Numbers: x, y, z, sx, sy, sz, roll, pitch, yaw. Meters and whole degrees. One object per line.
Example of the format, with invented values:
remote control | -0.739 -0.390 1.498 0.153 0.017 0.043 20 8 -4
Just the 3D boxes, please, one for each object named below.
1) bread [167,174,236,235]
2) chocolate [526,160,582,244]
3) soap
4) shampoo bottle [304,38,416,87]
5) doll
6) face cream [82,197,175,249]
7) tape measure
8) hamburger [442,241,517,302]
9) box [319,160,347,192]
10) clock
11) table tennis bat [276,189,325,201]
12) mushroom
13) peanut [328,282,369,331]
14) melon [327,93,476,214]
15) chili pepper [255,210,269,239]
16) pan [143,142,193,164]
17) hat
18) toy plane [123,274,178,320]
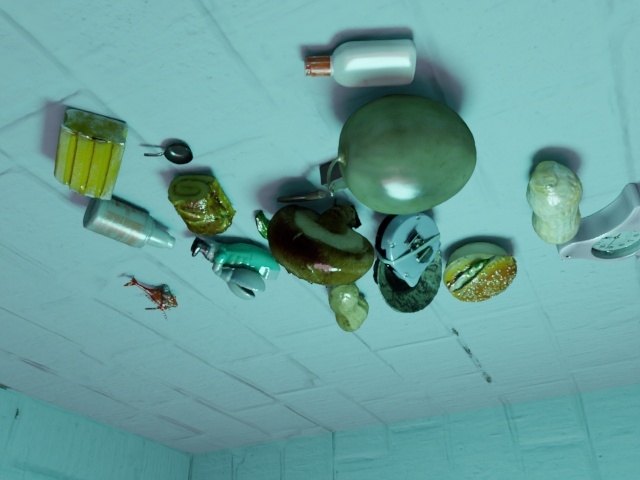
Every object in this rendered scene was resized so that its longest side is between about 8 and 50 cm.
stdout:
bread | -0.306 -0.088 1.562 0.131 0.103 0.172 0 151 11
chocolate | 0.604 -0.093 1.561 0.134 0.134 0.309 -14 144 19
soap | -0.539 -0.193 1.420 0.140 0.073 0.232 14 144 -20
shampoo bottle | 0.078 -0.352 1.217 0.220 0.051 0.108 -2 149 1
doll | -0.253 0.070 1.798 0.258 0.195 0.153 27 108 3
face cream | -0.502 -0.034 1.642 0.251 0.101 0.101 26 138 -36
tape measure | 0.238 0.007 1.654 0.181 0.107 0.182 39 85 -35
hamburger | 0.482 0.102 1.838 0.236 0.148 0.237 -5 142 -4
box | 0.049 -0.161 1.506 0.084 0.060 0.063 -20 147 24
clock | 0.815 -0.039 1.698 0.275 0.080 0.290 -3 146 2
table tennis bat | -0.046 -0.159 1.550 0.107 0.119 0.169 -4 180 -34
mushroom | 0.000 0.008 1.590 0.297 0.278 0.163 32 131 20
peanut | 0.096 0.218 2.039 0.125 0.111 0.275 -11 146 7
melon | 0.178 -0.181 1.303 0.307 0.272 0.272 19 142 -19
chili pepper | -0.113 -0.026 1.716 0.182 0.050 0.073 20 149 -25
pan | -0.360 -0.210 1.444 0.115 0.024 0.068 1 148 -9
hat | 0.230 0.086 1.805 0.265 0.266 0.128 29 167 -38
toy plane | -0.555 0.178 1.996 0.194 0.077 0.126 23 137 -20
